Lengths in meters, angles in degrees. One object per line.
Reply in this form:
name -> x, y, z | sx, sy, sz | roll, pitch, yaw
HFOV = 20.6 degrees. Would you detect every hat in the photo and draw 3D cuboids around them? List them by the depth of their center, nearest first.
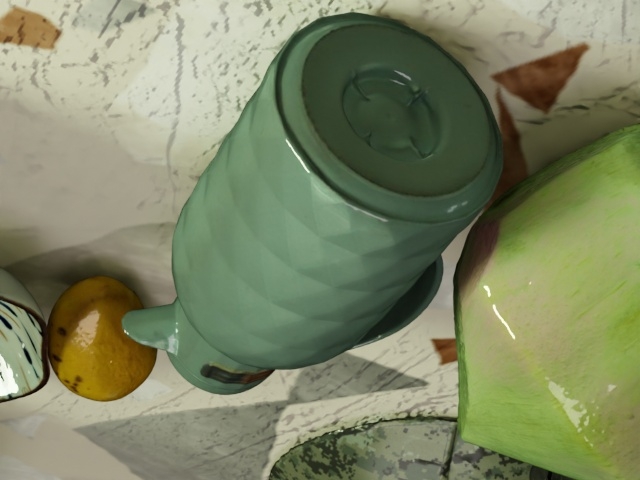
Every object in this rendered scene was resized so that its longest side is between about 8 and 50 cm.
hat -> 0.084, 0.252, 1.428 | 0.265, 0.128, 0.265 | 4, 141, 3

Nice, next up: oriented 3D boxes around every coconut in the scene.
coconut -> 0.177, 0.051, 1.084 | 0.204, 0.236, 0.236 | 53, 133, 4

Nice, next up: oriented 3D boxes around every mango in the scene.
mango -> -0.154, 0.069, 1.243 | 0.079, 0.057, 0.114 | -12, 139, -13

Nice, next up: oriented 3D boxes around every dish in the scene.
dish -> -0.273, 0.047, 1.221 | 0.190, 0.066, 0.191 | 0, 145, 0

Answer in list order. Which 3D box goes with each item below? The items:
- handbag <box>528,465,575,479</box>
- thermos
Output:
handbag -> 0.279, 0.199, 1.306 | 0.169, 0.155, 0.215 | -30, 112, 37
thermos -> 0.000, 0.000, 1.080 | 0.182, 0.145, 0.286 | 6, 147, -23
